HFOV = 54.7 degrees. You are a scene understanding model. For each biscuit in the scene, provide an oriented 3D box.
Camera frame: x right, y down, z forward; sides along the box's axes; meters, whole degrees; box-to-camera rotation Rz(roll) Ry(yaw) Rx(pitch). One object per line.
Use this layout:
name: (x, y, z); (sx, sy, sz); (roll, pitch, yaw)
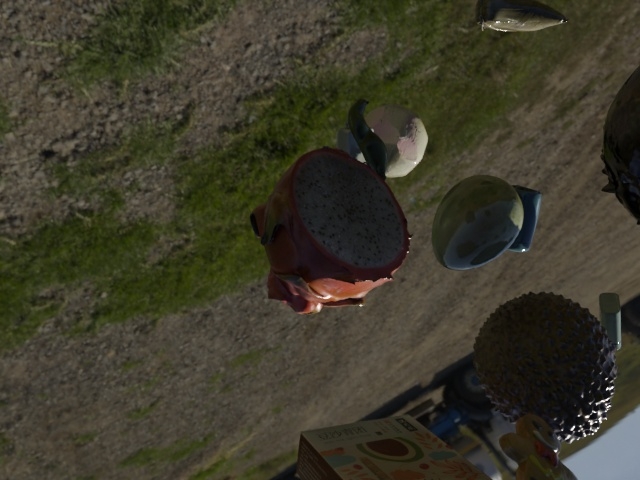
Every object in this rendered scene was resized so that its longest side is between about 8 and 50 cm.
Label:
biscuit: (0.359, 0.369, 0.992); (0.035, 0.158, 0.240); (-51, -171, 31)

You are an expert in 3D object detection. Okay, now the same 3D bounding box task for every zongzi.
zongzi: (0.523, -0.593, 1.621); (0.195, 0.197, 0.099); (-16, 122, -41)

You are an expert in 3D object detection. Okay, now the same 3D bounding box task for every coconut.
coconut: (0.220, -0.309, 1.986); (0.227, 0.227, 0.230); (104, 9, -62)

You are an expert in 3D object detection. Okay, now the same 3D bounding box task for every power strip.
power strip: (0.091, -0.163, 1.718); (0.098, 0.058, 0.338); (-15, 116, -38)

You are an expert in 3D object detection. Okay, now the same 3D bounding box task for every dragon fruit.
dragon fruit: (0.000, 0.000, 1.180); (0.306, 0.305, 0.226); (-11, 159, -41)

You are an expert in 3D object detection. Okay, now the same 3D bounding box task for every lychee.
lychee: (0.620, 0.339, 1.697); (0.381, 0.432, 0.380); (1, 128, 2)

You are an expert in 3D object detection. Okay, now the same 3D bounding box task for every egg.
egg: (0.411, -0.038, 1.661); (0.218, 0.218, 0.295); (-8, 136, -44)

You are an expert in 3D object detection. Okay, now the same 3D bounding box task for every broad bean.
broad bean: (0.119, -0.243, 1.515); (0.070, 0.213, 0.048); (-19, -176, -16)

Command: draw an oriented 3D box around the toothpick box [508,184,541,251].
toothpick box: (0.573, -0.068, 1.803); (0.120, 0.120, 0.184); (-5, 112, -48)

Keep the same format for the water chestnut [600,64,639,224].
water chestnut: (0.481, -0.104, 0.682); (0.300, 0.300, 0.300); (-26, 159, -11)

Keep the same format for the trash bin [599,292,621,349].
trash bin: (0.852, 0.238, 1.822); (0.059, 0.129, 0.116); (-2, -153, 22)

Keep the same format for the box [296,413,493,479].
box: (0.178, 0.587, 1.519); (0.345, 0.385, 0.122); (0, 103, -28)
